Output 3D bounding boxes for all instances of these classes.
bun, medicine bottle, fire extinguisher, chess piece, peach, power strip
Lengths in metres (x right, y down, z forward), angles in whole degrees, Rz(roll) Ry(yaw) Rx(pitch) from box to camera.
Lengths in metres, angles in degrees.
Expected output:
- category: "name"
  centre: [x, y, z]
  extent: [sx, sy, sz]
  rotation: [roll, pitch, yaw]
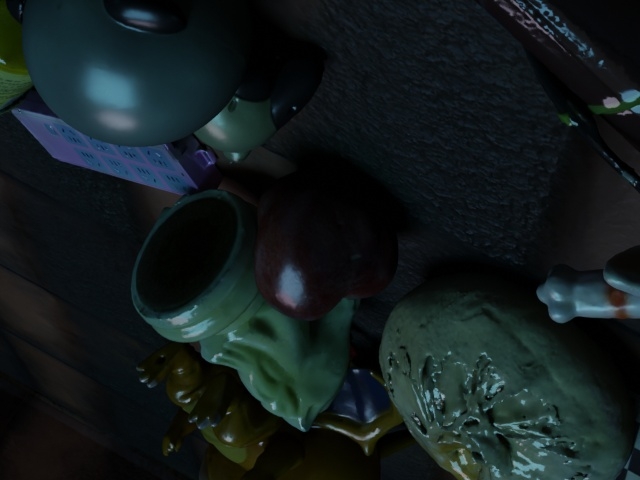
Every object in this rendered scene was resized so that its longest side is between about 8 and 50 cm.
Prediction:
- category: "bun"
  centre: [0.173, 0.169, 1.348]
  extent: [0.287, 0.146, 0.287]
  rotation: [30, 143, 26]
- category: "medicine bottle"
  centre: [-0.317, -0.202, 1.293]
  extent: [0.124, 0.124, 0.239]
  rotation: [38, 157, -17]
- category: "fire extinguisher"
  centre: [0.152, -0.135, 0.781]
  extent: [0.341, 0.141, 0.105]
  rotation: [37, 147, -20]
- category: "chess piece"
  centre: [-0.059, 0.085, 1.469]
  extent: [0.176, 0.175, 0.298]
  rotation: [9, 155, 45]
- category: "peach"
  centre: [0.000, 0.000, 1.294]
  extent: [0.152, 0.152, 0.152]
  rotation: [27, 159, 11]
- category: "power strip"
  centre: [-0.233, -0.111, 1.489]
  extent: [0.279, 0.037, 0.109]
  rotation: [15, 154, 35]

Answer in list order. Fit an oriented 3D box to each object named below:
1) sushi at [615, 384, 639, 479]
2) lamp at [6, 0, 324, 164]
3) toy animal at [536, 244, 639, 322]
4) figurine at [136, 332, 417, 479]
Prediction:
- category: "sushi"
  centre: [0.249, 0.180, 1.450]
  extent: [0.280, 0.043, 0.192]
  rotation: [16, 137, 37]
- category: "lamp"
  centre: [-0.127, -0.156, 1.077]
  extent: [0.198, 0.197, 0.244]
  rotation: [11, 174, 42]
- category: "toy animal"
  centre: [0.301, 0.022, 0.902]
  extent: [0.283, 0.138, 0.140]
  rotation: [19, 162, 15]
- category: "figurine"
  centre: [-0.039, 0.264, 1.757]
  extent: [0.401, 0.268, 0.387]
  rotation: [5, 145, 41]
